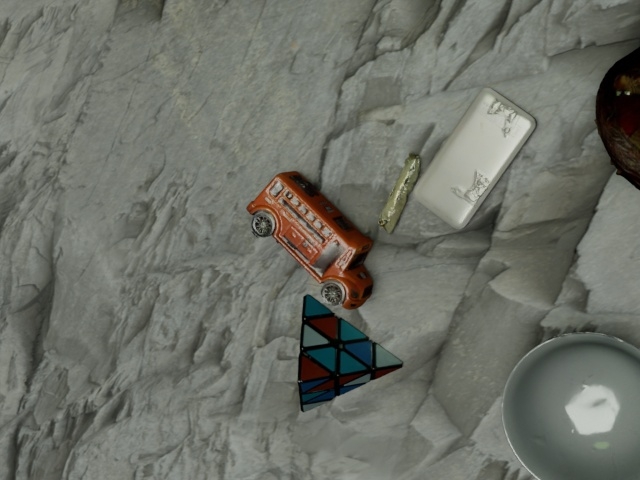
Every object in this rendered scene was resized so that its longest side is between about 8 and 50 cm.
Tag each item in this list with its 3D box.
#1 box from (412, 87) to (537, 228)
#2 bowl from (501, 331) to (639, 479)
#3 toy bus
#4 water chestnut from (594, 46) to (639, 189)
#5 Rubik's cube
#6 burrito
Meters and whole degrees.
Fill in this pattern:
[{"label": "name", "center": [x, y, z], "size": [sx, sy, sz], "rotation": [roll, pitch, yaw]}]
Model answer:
[{"label": "box", "center": [0.322, -0.171, 1.925], "size": [0.142, 0.044, 0.285], "rotation": [38, 109, 15]}, {"label": "bowl", "center": [0.549, 0.337, 1.841], "size": [0.346, 0.157, 0.345], "rotation": [3, 97, 21]}, {"label": "toy bus", "center": [0.000, 0.000, 2.022], "size": [0.329, 0.143, 0.153], "rotation": [46, 110, 12]}, {"label": "water chestnut", "center": [0.645, -0.239, 1.616], "size": [0.335, 0.347, 0.335], "rotation": [-17, 54, 24]}, {"label": "Rubik's cube", "center": [0.068, 0.277, 2.028], "size": [0.234, 0.250, 0.284], "rotation": [3, 93, 2]}, {"label": "burrito", "center": [0.176, -0.102, 1.994], "size": [0.041, 0.045, 0.185], "rotation": [16, 110, -26]}]
